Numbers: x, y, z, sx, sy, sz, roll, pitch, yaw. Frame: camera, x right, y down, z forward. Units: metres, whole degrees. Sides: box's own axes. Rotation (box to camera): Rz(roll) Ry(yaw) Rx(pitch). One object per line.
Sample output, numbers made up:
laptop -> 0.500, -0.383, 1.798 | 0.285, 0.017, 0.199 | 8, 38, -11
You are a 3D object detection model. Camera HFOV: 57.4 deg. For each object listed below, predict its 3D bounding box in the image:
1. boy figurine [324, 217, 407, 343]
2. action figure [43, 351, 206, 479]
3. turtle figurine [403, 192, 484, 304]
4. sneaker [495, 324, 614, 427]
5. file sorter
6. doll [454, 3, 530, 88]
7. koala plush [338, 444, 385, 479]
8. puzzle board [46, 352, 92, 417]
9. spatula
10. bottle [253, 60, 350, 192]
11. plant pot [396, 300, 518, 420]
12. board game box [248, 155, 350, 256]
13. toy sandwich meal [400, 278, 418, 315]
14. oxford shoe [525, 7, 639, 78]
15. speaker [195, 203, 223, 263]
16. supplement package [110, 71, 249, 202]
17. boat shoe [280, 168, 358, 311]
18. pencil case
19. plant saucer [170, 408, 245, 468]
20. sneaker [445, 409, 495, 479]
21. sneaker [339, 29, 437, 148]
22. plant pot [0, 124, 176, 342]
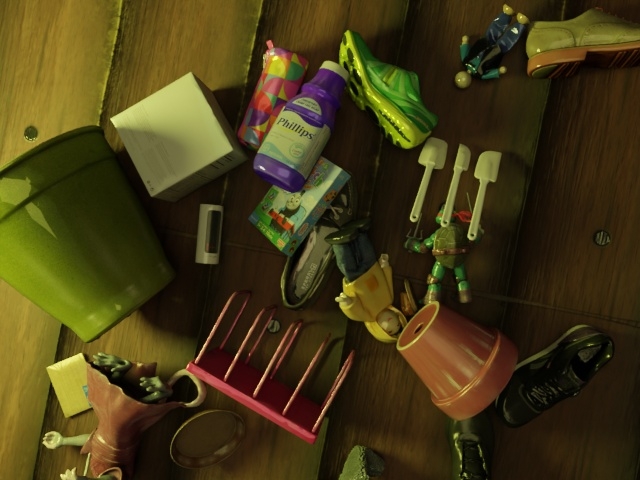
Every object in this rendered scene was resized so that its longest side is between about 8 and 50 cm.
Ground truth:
boy figurine -> 0.100, 0.103, 1.239 | 0.092, 0.177, 0.285 | -9, 107, 47
action figure -> -0.454, 0.439, 1.314 | 0.276, 0.248, 0.370 | 5, 106, -35
turtle figurine -> 0.266, 0.017, 1.244 | 0.175, 0.118, 0.234 | -2, 95, 6
sneaker -> 0.479, 0.284, 1.208 | 0.283, 0.124, 0.107 | -45, 85, 4
file sorter -> -0.088, 0.249, 1.233 | 0.291, 0.202, 0.182 | 29, 91, 6
doll -> 0.357, -0.409, 1.259 | 0.129, 0.046, 0.189 | 44, 107, 23
koala plush -> 0.109, 0.595, 1.226 | 0.221, 0.203, 0.196 | 44, 94, -7
puzzle board -> -0.581, 0.342, 1.381 | 0.096, 0.011, 0.128 | -23, 88, 4
spatula -> 0.277, -0.115, 1.225 | 0.168, 0.019, 0.242 | 18, 60, 8
bottle -> -0.031, -0.244, 1.235 | 0.118, 0.092, 0.283 | 27, 82, 13
plant pot -> 0.263, 0.227, 1.183 | 0.180, 0.201, 0.201 | 41, 94, -3
board game box -> -0.050, -0.091, 1.267 | 0.211, 0.039, 0.160 | -53, 43, 2
toy sandwich meal -> 0.188, 0.124, 1.264 | 0.029, 0.085, 0.085 | -19, 87, 14
oxford shoe -> 0.603, -0.429, 1.205 | 0.348, 0.123, 0.130 | -6, 83, 5
speaker -> -0.252, -0.014, 1.326 | 0.055, 0.055, 0.136 | 5, 90, 6
supplement package -> -0.303, -0.220, 1.285 | 0.203, 0.149, 0.194 | -28, 87, 5
boat shoe -> 0.000, 0.000, 1.277 | 0.112, 0.095, 0.335 | 21, 92, 6
pencil case -> -0.109, -0.310, 1.292 | 0.104, 0.104, 0.236 | 18, 91, 6
plant saucer -> -0.251, 0.433, 1.294 | 0.168, 0.029, 0.168 | -13, 122, -22
sneaker -> 0.320, 0.479, 1.222 | 0.109, 0.130, 0.286 | -3, 88, 8
sneaker -> 0.143, -0.333, 1.275 | 0.123, 0.109, 0.295 | -31, 82, -22
plant pot -> -0.502, 0.011, 1.228 | 0.366, 0.366, 0.353 | -36, 97, 5
